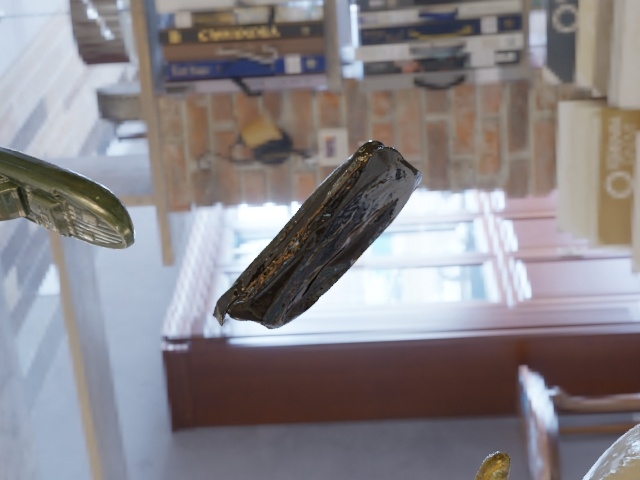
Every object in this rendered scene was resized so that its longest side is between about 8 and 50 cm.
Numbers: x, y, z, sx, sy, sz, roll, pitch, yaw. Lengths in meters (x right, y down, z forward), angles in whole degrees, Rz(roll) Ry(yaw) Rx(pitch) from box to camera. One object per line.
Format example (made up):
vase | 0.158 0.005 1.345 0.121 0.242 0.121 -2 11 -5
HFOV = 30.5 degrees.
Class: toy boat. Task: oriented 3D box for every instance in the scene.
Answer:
toy boat | -0.308 -0.042 1.301 0.085 0.260 0.078 -50 -32 -34

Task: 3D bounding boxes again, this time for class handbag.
handbag | -0.002 0.002 1.610 0.075 0.332 0.191 47 -173 21

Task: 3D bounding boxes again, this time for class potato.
potato | 0.225 0.321 1.556 0.046 0.045 0.092 31 -96 -48

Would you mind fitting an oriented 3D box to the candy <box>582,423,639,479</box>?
candy | 0.240 0.263 0.824 0.295 0.185 0.296 3 -90 -73
